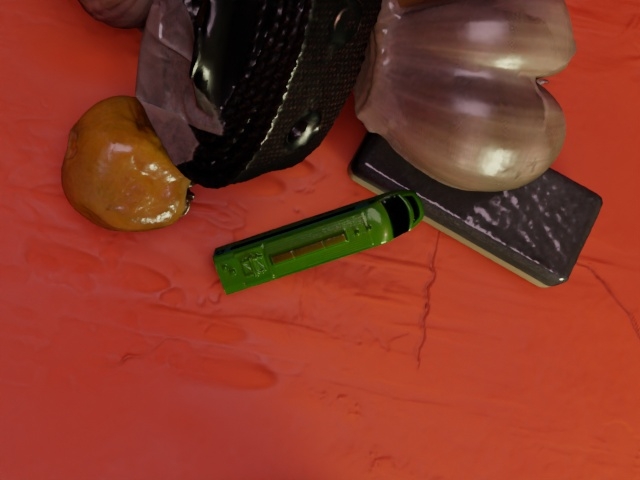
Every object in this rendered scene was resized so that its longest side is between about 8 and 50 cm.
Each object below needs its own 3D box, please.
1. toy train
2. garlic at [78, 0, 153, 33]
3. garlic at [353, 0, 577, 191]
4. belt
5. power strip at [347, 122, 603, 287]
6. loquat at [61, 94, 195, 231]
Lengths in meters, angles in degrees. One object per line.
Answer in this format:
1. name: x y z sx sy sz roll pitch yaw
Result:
1. toy train: 0.000 0.000 1.333 0.209 0.042 0.044 -18 103 7
2. garlic: -0.179 -0.324 1.298 0.160 0.245 0.245 29 77 37
3. garlic: 0.137 -0.168 1.323 0.292 0.237 0.210 6 106 -26
4. belt: -0.065 -0.188 1.235 0.184 0.164 0.289 30 115 26
5. power strip: 0.152 -0.057 1.388 0.256 0.070 0.105 30 77 -7
6. loquat: -0.180 -0.069 1.310 0.137 0.113 0.137 4 80 -24
